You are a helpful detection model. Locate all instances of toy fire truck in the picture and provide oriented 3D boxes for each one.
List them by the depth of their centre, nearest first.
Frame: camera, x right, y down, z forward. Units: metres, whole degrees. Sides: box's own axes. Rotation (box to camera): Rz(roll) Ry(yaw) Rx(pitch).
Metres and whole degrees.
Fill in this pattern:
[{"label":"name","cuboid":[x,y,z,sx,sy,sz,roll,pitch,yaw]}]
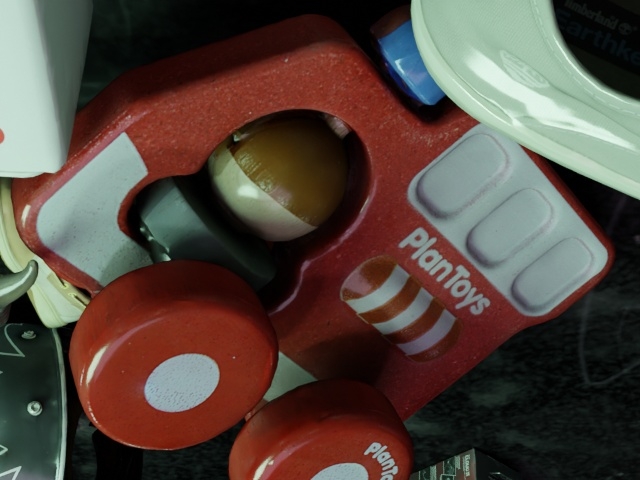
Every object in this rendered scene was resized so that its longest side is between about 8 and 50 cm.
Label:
[{"label":"toy fire truck","cuboid":[0.000,0.000,0.663,0.254,0.169,0.302,-40,130,8]}]

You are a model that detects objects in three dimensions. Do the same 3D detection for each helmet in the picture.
[{"label":"helmet","cuboid":[-0.198,0.131,0.810,0.169,0.169,0.161,-26,152,30]}]

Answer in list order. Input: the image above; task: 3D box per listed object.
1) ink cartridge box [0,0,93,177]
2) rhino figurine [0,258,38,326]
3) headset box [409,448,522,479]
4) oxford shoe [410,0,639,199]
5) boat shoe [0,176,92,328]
[{"label":"ink cartridge box","cuboid":[-0.206,-0.158,0.471,0.201,0.117,0.278,2,142,-1]},{"label":"rhino figurine","cuboid":[-0.245,0.009,0.587,0.243,0.073,0.106,3,131,17]},{"label":"headset box","cuboid":[0.119,0.203,0.999,0.083,0.032,0.062,-29,133,35]},{"label":"oxford shoe","cuboid":[0.252,-0.049,0.493,0.449,0.169,0.130,22,160,3]},{"label":"boat shoe","cuboid":[-0.163,0.003,0.740,0.045,0.050,0.135,-12,146,1]}]
